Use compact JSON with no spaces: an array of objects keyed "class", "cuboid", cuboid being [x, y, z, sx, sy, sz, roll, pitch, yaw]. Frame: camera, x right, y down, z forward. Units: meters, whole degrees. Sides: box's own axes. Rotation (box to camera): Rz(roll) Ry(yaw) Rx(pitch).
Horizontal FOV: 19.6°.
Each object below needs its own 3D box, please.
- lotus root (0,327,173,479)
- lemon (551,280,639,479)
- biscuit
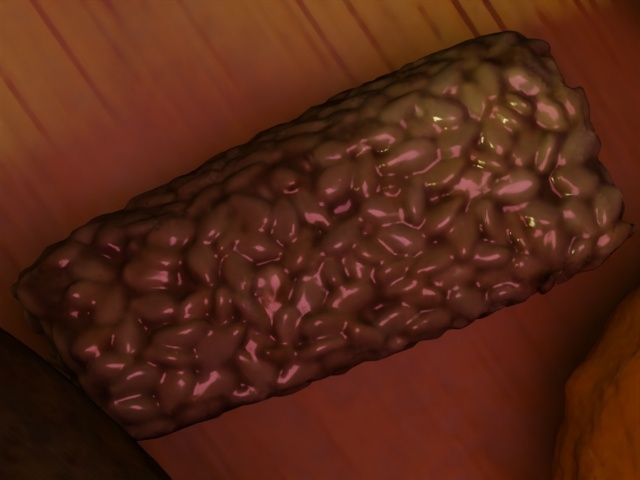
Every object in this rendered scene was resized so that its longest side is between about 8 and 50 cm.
[{"class":"lotus root","cuboid":[-0.088,0.159,0.434,0.250,0.250,0.346,-43,101,-3]},{"class":"lemon","cuboid":[0.125,0.056,0.522,0.114,0.114,0.155,37,86,-10]},{"class":"biscuit","cuboid":[0.000,0.000,0.514,0.168,0.082,0.070,-24,96,-5]}]
